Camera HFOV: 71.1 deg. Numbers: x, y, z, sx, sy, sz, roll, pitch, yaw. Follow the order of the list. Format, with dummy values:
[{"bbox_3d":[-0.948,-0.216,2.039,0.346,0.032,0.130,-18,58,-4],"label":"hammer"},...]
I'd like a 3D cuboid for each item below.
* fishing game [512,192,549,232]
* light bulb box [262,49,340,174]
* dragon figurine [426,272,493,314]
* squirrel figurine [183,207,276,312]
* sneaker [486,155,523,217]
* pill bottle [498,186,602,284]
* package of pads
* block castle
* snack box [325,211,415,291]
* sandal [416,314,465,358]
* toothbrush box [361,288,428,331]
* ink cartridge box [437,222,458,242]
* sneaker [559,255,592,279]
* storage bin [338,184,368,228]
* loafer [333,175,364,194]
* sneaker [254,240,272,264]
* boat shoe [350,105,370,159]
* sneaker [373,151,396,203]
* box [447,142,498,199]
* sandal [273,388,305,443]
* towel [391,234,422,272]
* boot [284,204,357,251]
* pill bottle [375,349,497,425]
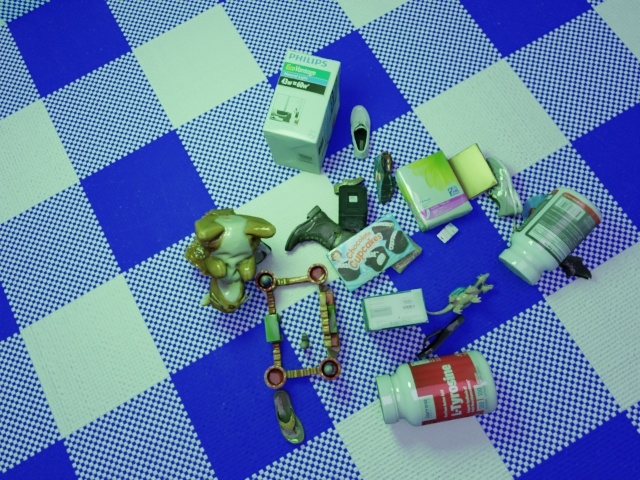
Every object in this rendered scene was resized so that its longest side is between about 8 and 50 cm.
[{"bbox_3d":[0.949,-0.109,1.895,0.263,0.041,0.189,4,80,4],"label":"fishing game"},{"bbox_3d":[-0.066,-0.525,1.892,0.225,0.358,0.361,15,80,5],"label":"light bulb box"},{"bbox_3d":[0.572,0.236,1.816,0.289,0.144,0.085,-36,79,15],"label":"dragon figurine"},{"bbox_3d":[-0.374,0.080,1.762,0.280,0.397,0.371,-8,113,-29],"label":"squirrel figurine"},{"bbox_3d":[0.753,-0.228,1.902,0.115,0.105,0.281,-21,71,12],"label":"sneaker"},{"bbox_3d":[0.896,-0.014,1.771,0.210,0.210,0.363,43,96,11],"label":"pill bottle"},{"bbox_3d":[0.472,-0.208,1.917,0.229,0.101,0.297,-22,76,-3],"label":"package of pads"},{"bbox_3d":[-0.084,0.332,1.772,0.302,0.213,0.454,-8,76,2],"label":"block castle"},{"bbox_3d":[0.204,0.048,1.855,0.321,0.060,0.187,-34,88,-3],"label":"snack box"},{"bbox_3d":[0.470,0.379,1.792,0.254,0.097,0.054,-40,79,-16],"label":"sandal"},{"bbox_3d":[0.274,0.276,1.720,0.216,0.295,0.126,-9,76,3],"label":"toothbrush box"},{"bbox_3d":[0.538,-0.030,1.908,0.083,0.028,0.048,-43,78,-6],"label":"ink cartridge box"},{"bbox_3d":[1.016,0.108,1.834,0.170,0.051,0.089,7,73,2],"label":"sneaker"},{"bbox_3d":[0.136,-0.145,1.894,0.122,0.084,0.180,1,51,2],"label":"storage bin"},{"bbox_3d":[0.122,-0.251,1.971,0.148,0.056,0.050,-25,83,-2],"label":"loafer"},{"bbox_3d":[-0.344,0.001,1.924,0.271,0.100,0.108,34,87,10],"label":"sneaker"},{"bbox_3d":[0.184,-0.497,2.008,0.095,0.084,0.258,-7,77,2],"label":"boat shoe"},{"bbox_3d":[0.274,-0.272,1.961,0.083,0.087,0.221,0,91,-26],"label":"sneaker"},{"bbox_3d":[0.641,-0.289,1.921,0.164,0.021,0.201,-31,74,31],"label":"box"},{"bbox_3d":[-0.129,0.696,1.769,0.089,0.060,0.220,-18,77,-1],"label":"sandal"},{"bbox_3d":[0.347,0.055,1.902,0.148,0.027,0.110,-44,77,-5],"label":"towel"},{"bbox_3d":[0.000,0.000,1.910,0.229,0.091,0.263,41,90,3],"label":"boot"},{"bbox_3d":[0.423,0.560,1.680,0.407,0.229,0.229,-12,77,1],"label":"pill bottle"}]
